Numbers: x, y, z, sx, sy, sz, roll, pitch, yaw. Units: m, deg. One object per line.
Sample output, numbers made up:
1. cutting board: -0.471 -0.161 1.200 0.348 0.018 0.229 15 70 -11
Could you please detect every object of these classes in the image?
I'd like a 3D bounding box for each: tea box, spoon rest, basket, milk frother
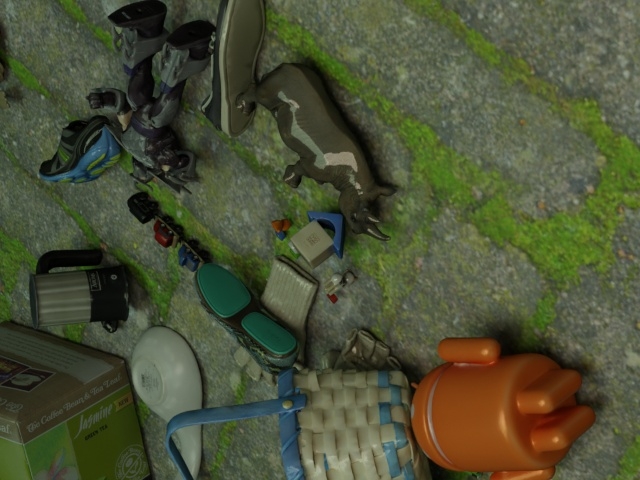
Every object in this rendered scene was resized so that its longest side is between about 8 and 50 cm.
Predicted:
1. tea box: -0.465 0.340 2.077 0.329 0.220 0.323 12 121 41
2. spoon rest: -0.224 0.260 1.910 0.137 0.084 0.276 9 105 41
3. basket: -0.016 0.282 1.524 0.201 0.289 0.254 -100 -4 -54
4. milk frother: -0.360 0.095 1.895 0.129 0.135 0.143 -120 31 -52

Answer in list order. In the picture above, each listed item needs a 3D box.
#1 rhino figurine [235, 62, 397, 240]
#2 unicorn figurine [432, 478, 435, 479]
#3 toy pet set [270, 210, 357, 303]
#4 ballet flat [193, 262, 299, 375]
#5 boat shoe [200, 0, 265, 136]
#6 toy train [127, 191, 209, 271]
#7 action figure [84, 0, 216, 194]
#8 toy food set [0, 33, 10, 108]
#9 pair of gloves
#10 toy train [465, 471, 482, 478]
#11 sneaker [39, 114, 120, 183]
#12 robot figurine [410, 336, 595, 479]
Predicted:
1. rhino figurine: 0.005 -0.097 1.464 0.243 0.073 0.106 55 142 5
2. unicorn figurine: 0.176 0.343 1.549 0.162 0.060 0.111 26 129 33
3. toy pet set: 0.000 0.000 1.553 0.122 0.065 0.114 50 173 17
4. ballet flat: -0.100 0.106 1.646 0.188 0.070 0.070 45 137 31
5. boat shoe: -0.113 -0.219 1.515 0.065 0.075 0.206 31 136 26
6. toy train: -0.209 -0.010 1.758 0.158 0.036 0.027 42 136 20
7. action figure: -0.219 -0.168 1.635 0.185 0.099 0.285 33 137 16
8. toy food set: -0.510 -0.293 1.910 0.132 0.038 0.192 9 124 50
9. pair of gloves: -0.006 0.159 1.644 0.240 0.042 0.204 42 136 20
10. toy train: 0.162 0.265 1.553 0.083 0.017 0.023 24 137 35
11. sneaker: -0.339 -0.127 1.815 0.188 0.067 0.078 -23 73 51
12. robot figurine: 0.189 0.191 1.398 0.158 0.128 0.219 36 150 -31
